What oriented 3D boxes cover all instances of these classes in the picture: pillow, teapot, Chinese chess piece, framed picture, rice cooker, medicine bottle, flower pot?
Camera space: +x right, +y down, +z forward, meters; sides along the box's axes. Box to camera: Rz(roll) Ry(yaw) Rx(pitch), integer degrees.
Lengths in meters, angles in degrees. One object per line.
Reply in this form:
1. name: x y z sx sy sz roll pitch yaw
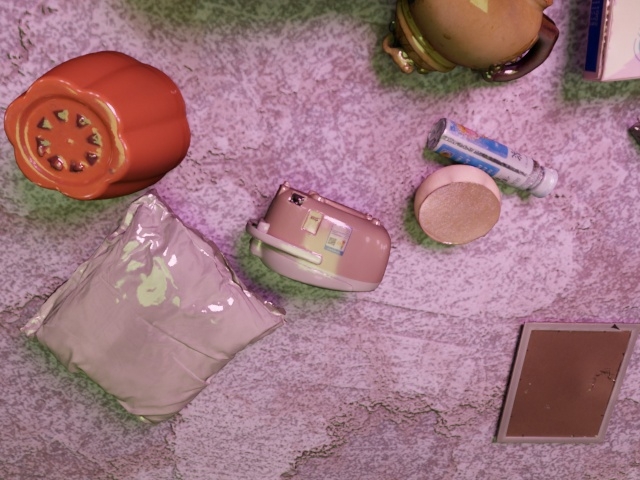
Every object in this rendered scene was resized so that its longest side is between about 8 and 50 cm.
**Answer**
1. pillow: -0.245 0.123 0.666 0.310 0.138 0.283 -43 108 10
2. teapot: 0.168 -0.269 0.537 0.270 0.172 0.183 22 147 -35
3. Chinese chess piece: 0.198 -0.051 0.647 0.122 0.051 0.122 4 132 5
4. framed picture: 0.450 0.266 0.822 0.217 0.016 0.273 2 111 -3
5. rice cooker: 0.000 0.000 0.629 0.207 0.145 0.127 25 96 -9
6. medicine bottle: 0.248 -0.117 0.643 0.191 0.051 0.051 22 109 -12
7. flower pot: -0.270 -0.136 0.546 0.191 0.173 0.190 -2 110 -4

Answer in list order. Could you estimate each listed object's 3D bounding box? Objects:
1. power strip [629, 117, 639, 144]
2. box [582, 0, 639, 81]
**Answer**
1. power strip: 0.500 -0.131 0.650 0.136 0.051 0.019 42 100 -16
2. box: 0.497 -0.300 0.498 0.344 0.065 0.200 -3 113 10
